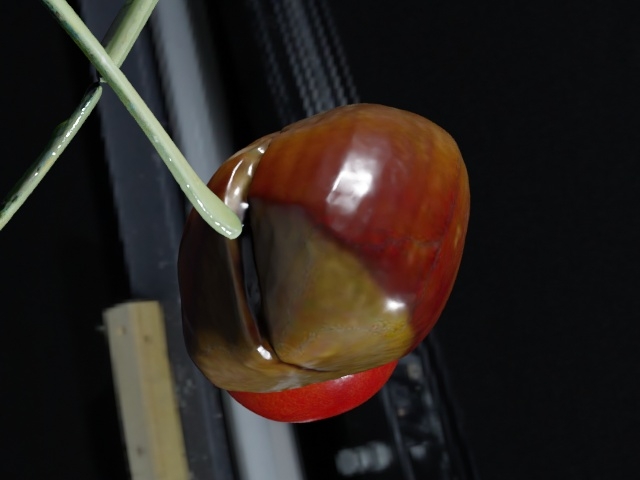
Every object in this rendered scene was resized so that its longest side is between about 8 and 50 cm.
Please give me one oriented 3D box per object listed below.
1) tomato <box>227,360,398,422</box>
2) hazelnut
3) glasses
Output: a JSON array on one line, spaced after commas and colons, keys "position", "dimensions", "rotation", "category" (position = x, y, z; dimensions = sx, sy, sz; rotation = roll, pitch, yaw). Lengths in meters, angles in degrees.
[{"position": [-0.011, 0.104, 1.352], "dimensions": [0.195, 0.195, 0.136], "rotation": [-11, -75, 44], "category": "tomato"}, {"position": [-0.002, -0.002, 0.880], "dimensions": [0.212, 0.181, 0.181], "rotation": [-20, -107, 35], "category": "hazelnut"}, {"position": [-0.140, -0.063, 0.601], "dimensions": [0.102, 0.206, 0.239], "rotation": [-139, -126, -63], "category": "glasses"}]
